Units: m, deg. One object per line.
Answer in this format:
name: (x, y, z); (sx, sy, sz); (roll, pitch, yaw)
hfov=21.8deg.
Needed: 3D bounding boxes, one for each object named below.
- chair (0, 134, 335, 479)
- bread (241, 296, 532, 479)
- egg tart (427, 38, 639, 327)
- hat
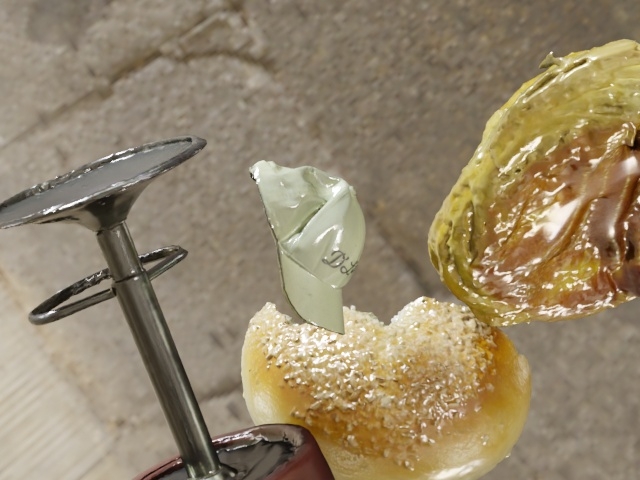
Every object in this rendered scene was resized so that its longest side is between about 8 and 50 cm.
chair: (-0.142, 0.125, 1.536); (0.226, 0.226, 0.401); (-8, 107, 48)
bread: (0.053, 0.164, 1.704); (0.314, 0.192, 0.171); (11, 132, 11)
egg tart: (0.254, -0.053, 1.626); (0.339, 0.153, 0.351); (-38, 136, 23)
hat: (-0.003, 0.006, 1.553); (0.081, 0.122, 0.166); (-18, 68, 28)
